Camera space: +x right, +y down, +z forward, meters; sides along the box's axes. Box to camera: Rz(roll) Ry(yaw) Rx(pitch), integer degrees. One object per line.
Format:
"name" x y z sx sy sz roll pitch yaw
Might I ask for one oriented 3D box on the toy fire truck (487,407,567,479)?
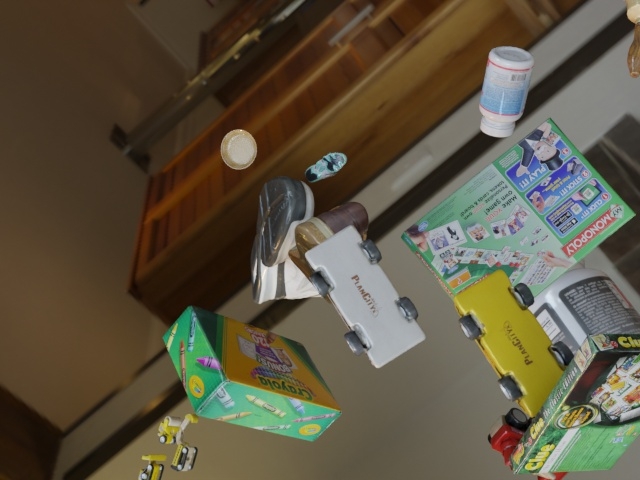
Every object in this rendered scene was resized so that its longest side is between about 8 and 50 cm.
"toy fire truck" 0.574 0.578 2.285 0.217 0.158 0.246 26 -149 -11

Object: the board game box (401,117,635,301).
"board game box" 0.320 -0.023 1.409 0.213 0.317 0.046 52 171 8

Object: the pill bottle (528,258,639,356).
"pill bottle" 0.531 0.187 1.727 0.210 0.210 0.363 34 -157 -51

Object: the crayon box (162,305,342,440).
"crayon box" -0.108 0.221 1.412 0.278 0.081 0.165 26 -158 -46

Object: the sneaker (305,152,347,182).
"sneaker" 0.023 -0.147 1.676 0.069 0.098 0.038 -22 -90 -55

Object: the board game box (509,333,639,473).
"board game box" 0.326 0.196 1.009 0.136 0.259 0.030 0 -133 -15

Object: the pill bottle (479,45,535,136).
"pill bottle" 0.355 -0.285 1.673 0.087 0.160 0.087 4 -146 -3

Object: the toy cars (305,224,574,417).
"toy cars" 0.158 0.111 1.178 0.394 0.176 0.087 17 166 7

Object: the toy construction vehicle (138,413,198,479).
"toy construction vehicle" -0.210 0.286 1.195 0.035 0.098 0.086 14 179 36

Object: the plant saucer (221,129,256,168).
"plant saucer" -0.170 -0.192 1.832 0.083 0.083 0.015 52 -161 10

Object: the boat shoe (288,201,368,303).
"boat shoe" 0.027 0.013 1.461 0.123 0.123 0.342 48 169 12

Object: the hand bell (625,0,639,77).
"hand bell" 0.698 -0.457 1.885 0.126 0.126 0.242 37 -121 -45

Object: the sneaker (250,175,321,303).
"sneaker" 0.000 -0.001 1.814 0.447 0.258 0.169 111 156 -63
